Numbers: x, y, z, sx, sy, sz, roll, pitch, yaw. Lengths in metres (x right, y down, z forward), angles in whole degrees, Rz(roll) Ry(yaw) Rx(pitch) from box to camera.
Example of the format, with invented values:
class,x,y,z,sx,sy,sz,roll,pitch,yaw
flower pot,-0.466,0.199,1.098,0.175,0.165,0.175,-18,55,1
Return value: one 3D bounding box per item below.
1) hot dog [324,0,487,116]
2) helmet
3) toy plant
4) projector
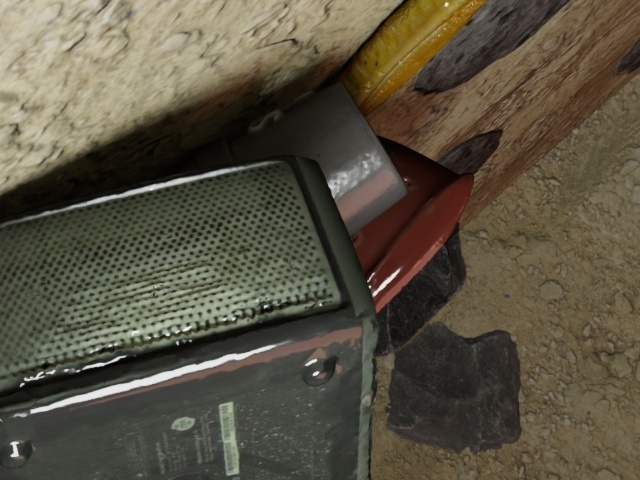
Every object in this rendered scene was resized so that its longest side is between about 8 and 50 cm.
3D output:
class,x,y,z,sx,sy,sz,roll,pitch,yaw
hot dog,0.087,-0.220,1.480,0.286,0.061,0.088,-41,166,30
helmet,0.000,0.000,1.657,0.385,0.230,0.337,-53,169,26
toy plant,-0.109,-0.016,1.432,0.400,0.185,0.279,-30,-161,4
projector,-0.156,0.148,1.245,0.405,0.242,0.395,-14,142,-11
